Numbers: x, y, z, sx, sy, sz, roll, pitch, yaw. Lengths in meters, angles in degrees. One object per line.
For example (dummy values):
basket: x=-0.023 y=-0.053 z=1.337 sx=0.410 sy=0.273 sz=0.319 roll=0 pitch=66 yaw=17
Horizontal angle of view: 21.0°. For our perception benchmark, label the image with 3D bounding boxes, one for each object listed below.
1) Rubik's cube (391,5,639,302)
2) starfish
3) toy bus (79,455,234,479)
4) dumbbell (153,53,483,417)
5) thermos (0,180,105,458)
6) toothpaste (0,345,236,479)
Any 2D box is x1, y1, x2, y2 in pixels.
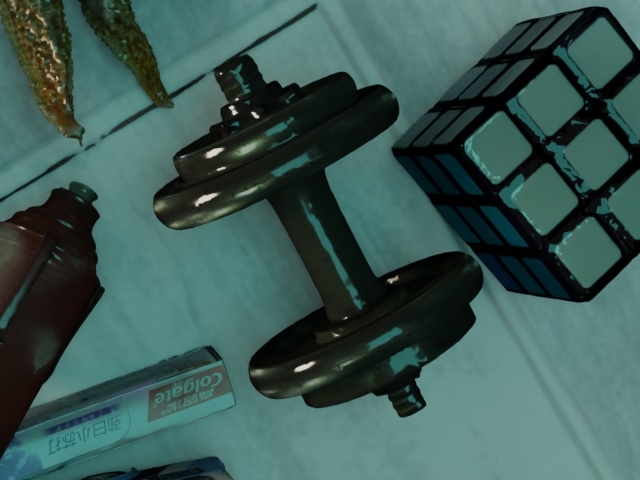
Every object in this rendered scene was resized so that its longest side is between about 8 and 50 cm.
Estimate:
Rubik's cube: x=0.176 y=-0.064 z=1.303 sx=0.163 sy=0.160 sz=0.162 roll=-45 pitch=101 yaw=-9
starfish: x=-0.200 y=-0.208 z=1.244 sx=0.301 sy=0.084 sz=0.293 roll=-41 pitch=99 yaw=-14
toy bus: x=-0.200 y=0.232 z=1.229 sx=0.297 sy=0.131 sz=0.106 roll=-10 pitch=93 yaw=-15
dumbbell: x=0.000 y=0.000 z=1.247 sx=0.192 sy=0.192 sz=0.290 roll=-29 pitch=99 yaw=-12
thermos: x=-0.222 y=0.056 z=1.222 sx=0.099 sy=0.124 sz=0.232 roll=30 pitch=70 yaw=-4
toothpaste: x=-0.162 y=0.132 z=1.285 sx=0.196 sy=0.040 sz=0.047 roll=-19 pitch=98 yaw=-14
